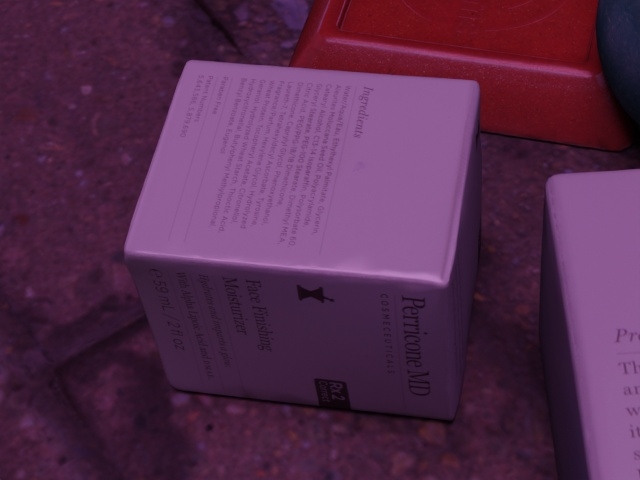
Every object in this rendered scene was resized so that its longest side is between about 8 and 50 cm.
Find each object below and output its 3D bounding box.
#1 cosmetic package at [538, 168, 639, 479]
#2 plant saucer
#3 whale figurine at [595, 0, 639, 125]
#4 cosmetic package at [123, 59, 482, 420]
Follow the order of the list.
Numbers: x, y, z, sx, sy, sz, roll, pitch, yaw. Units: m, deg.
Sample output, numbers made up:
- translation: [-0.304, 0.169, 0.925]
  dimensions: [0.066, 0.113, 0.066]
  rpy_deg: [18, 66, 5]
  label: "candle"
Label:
- translation: [0.242, 0.180, 0.648]
  dimensions: [0.230, 0.161, 0.453]
  rpy_deg: [-3, 54, 4]
  label: "cosmetic package"
- translation: [0.124, -0.195, 1.014]
  dimensions: [0.259, 0.048, 0.258]
  rpy_deg: [10, 55, 13]
  label: "plant saucer"
- translation: [0.272, -0.161, 0.927]
  dimensions: [0.216, 0.141, 0.272]
  rpy_deg: [41, 36, -13]
  label: "whale figurine"
- translation: [0.000, 0.000, 0.816]
  dimensions: [0.183, 0.151, 0.151]
  rpy_deg: [5, 54, 12]
  label: "cosmetic package"
